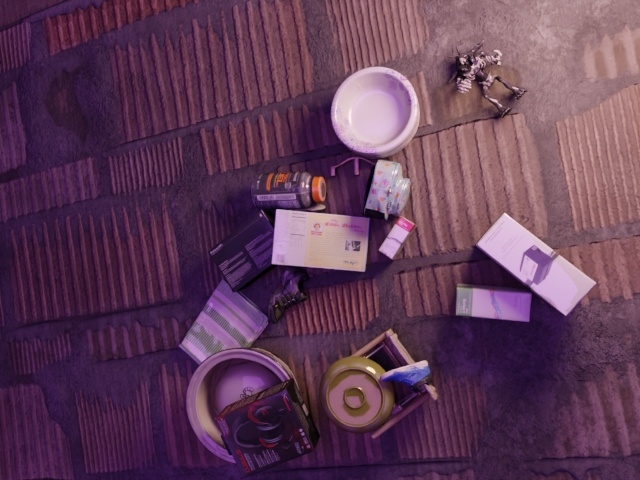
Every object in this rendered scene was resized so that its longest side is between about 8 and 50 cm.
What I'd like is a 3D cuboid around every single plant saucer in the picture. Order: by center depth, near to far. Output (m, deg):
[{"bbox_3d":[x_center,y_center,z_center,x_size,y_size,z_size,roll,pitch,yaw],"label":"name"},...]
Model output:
[{"bbox_3d":[0.109,0.486,1.531,0.241,0.037,0.241,-1,87,13],"label":"plant saucer"}]

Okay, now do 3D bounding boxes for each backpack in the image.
[{"bbox_3d":[0.219,-0.168,1.603,0.144,0.166,0.188,8,100,16],"label":"backpack"}]

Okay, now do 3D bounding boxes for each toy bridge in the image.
[{"bbox_3d":[0.128,-0.259,1.709,0.188,0.026,0.063,-1,88,16],"label":"toy bridge"}]

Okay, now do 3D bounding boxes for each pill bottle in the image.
[{"bbox_3d":[-0.107,-0.176,1.726,0.245,0.130,0.130,-1,89,16],"label":"pill bottle"}]

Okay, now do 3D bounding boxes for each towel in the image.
[{"bbox_3d":[-0.367,0.346,1.848,0.248,0.038,0.325,37,100,14],"label":"towel"}]

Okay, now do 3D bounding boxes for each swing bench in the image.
[{"bbox_3d":[0.210,0.459,1.613,0.254,0.165,0.253,-36,79,8],"label":"swing bench"}]

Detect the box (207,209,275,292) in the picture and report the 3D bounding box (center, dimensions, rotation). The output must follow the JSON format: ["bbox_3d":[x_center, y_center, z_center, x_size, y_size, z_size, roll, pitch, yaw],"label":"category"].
[{"bbox_3d":[-0.248,0.039,1.780,0.261,0.103,0.184,-35,84,13],"label":"box"}]

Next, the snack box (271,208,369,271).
[{"bbox_3d":[0.000,0.000,1.672,0.322,0.060,0.187,5,91,-5],"label":"snack box"}]

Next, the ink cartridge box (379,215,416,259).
[{"bbox_3d":[0.258,-0.009,1.630,0.056,0.099,0.135,34,98,14],"label":"ink cartridge box"}]

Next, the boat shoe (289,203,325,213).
[{"bbox_3d":[-0.046,-0.103,1.754,0.133,0.049,0.042,-8,115,10],"label":"boat shoe"}]

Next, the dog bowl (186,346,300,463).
[{"bbox_3d":[-0.255,0.562,1.733,0.408,0.150,0.408,1,93,10],"label":"dog bowl"}]

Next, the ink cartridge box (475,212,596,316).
[{"bbox_3d":[0.622,0.066,1.456,0.307,0.223,0.129,41,100,13],"label":"ink cartridge box"}]

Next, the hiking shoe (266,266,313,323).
[{"bbox_3d":[-0.111,0.204,1.746,0.114,0.086,0.227,25,96,19],"label":"hiking shoe"}]

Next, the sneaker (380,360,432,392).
[{"bbox_3d":[0.263,0.425,1.484,0.152,0.058,0.084,-15,71,-5],"label":"sneaker"}]

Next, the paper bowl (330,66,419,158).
[{"bbox_3d":[0.186,-0.415,1.630,0.284,0.148,0.284,0,89,17],"label":"paper bowl"}]

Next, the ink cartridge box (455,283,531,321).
[{"bbox_3d":[0.531,0.190,1.518,0.212,0.154,0.093,1,90,16],"label":"ink cartridge box"}]

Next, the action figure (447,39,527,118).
[{"bbox_3d":[0.509,-0.520,1.540,0.275,0.141,0.164,44,113,11],"label":"action figure"}]

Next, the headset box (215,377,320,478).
[{"bbox_3d":[-0.182,0.613,1.591,0.293,0.110,0.218,-25,89,10],"label":"headset box"}]
